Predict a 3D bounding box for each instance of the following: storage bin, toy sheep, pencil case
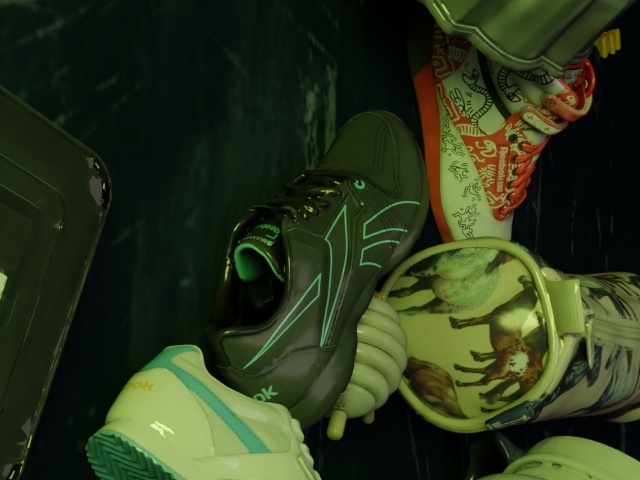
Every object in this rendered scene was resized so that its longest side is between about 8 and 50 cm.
[{"bbox_3d":[-0.186,0.021,0.524,0.122,0.084,0.180,39,58,-50],"label":"storage bin"},{"bbox_3d":[0.024,0.089,0.837,0.091,0.091,0.132,50,37,-44],"label":"toy sheep"},{"bbox_3d":[0.222,0.094,1.046,0.410,0.183,0.160,11,81,-56],"label":"pencil case"}]

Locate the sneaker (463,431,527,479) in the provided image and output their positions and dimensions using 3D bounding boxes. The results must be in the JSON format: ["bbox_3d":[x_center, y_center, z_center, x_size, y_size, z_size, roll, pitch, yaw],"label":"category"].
[{"bbox_3d":[0.124,0.301,0.994,0.121,0.111,0.300,50,49,-20],"label":"sneaker"}]

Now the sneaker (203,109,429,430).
[{"bbox_3d":[0.000,0.000,0.788,0.106,0.101,0.267,50,49,-38],"label":"sneaker"}]

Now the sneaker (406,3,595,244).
[{"bbox_3d":[0.172,-0.087,1.000,0.090,0.145,0.270,-40,123,-49],"label":"sneaker"}]

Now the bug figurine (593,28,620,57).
[{"bbox_3d":[0.253,-0.326,1.183,0.216,0.072,0.279,-28,118,-46],"label":"bug figurine"}]

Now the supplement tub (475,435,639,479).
[{"bbox_3d":[0.126,0.316,0.794,0.325,0.235,0.235,-37,122,-29],"label":"supplement tub"}]

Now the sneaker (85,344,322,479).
[{"bbox_3d":[-0.030,0.158,0.697,0.228,0.087,0.092,43,49,-15],"label":"sneaker"}]

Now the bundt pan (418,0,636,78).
[{"bbox_3d":[0.146,-0.295,0.855,0.331,0.124,0.331,24,50,-32],"label":"bundt pan"}]
